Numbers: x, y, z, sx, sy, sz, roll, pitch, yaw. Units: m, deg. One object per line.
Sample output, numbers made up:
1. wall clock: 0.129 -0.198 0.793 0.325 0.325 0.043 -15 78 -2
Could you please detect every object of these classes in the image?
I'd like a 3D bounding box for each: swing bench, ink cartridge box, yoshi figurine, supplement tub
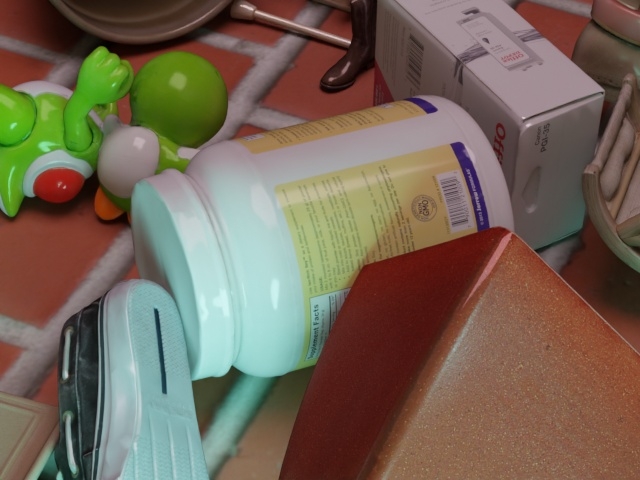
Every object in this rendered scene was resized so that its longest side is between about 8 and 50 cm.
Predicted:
1. swing bench: 0.431 -0.079 1.839 0.254 0.165 0.253 -11 25 27
2. ink cartridge box: 0.179 -0.145 1.941 0.117 0.207 0.283 -21 47 -23
3. yoshi figurine: -0.253 -0.147 1.928 0.362 0.203 0.203 14 35 7
4. supplement tub: 0.000 0.000 1.736 0.331 0.241 0.241 -14 44 -19

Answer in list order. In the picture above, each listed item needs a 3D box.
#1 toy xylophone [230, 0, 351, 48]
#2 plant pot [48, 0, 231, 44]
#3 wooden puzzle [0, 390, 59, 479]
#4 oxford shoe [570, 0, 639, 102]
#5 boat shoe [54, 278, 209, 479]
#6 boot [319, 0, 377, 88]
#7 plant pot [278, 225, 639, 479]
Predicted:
1. toy xylophone: 0.019 -0.352 2.262 0.322 0.081 0.236 13 42 11
2. plant pot: -0.266 -0.438 2.206 0.323 0.323 0.280 -18 29 -23
3. wooden puzzle: -0.375 0.214 1.619 0.238 0.044 0.221 11 42 15
4. oxford shoe: 0.481 -0.167 2.064 0.397 0.146 0.140 24 25 -3
5. boat shoe: -0.180 0.201 1.591 0.119 0.121 0.335 -27 51 32
6. boot: 0.039 -0.251 2.120 0.037 0.114 0.106 29 47 26
7. plant pot: 0.120 0.178 1.494 0.267 0.267 0.236 43 67 -13
